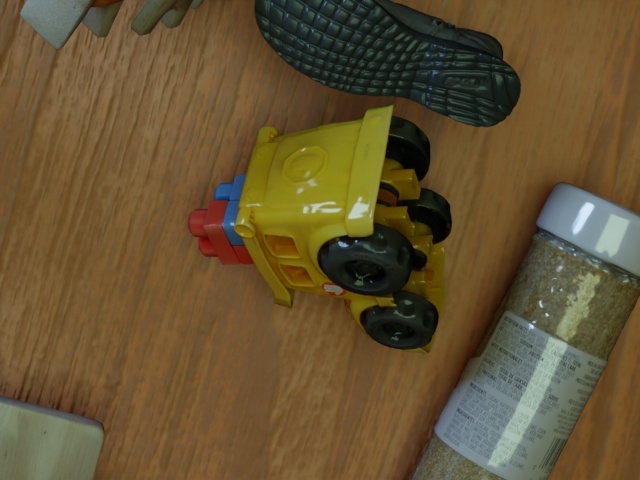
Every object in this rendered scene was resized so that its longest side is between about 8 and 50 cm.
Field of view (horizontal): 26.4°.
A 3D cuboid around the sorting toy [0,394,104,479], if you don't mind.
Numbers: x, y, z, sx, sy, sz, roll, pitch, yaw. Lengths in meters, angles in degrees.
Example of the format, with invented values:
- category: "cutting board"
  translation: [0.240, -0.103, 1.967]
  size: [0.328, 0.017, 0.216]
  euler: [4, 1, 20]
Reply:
- category: "sorting toy"
  translation: [-0.353, 0.248, 1.246]
  size: [0.255, 0.089, 0.257]
  euler: [16, 96, -9]

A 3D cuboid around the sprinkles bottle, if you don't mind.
- category: "sprinkles bottle"
  translation: [0.197, 0.126, 1.278]
  size: [0.121, 0.121, 0.355]
  euler: [25, 95, -10]

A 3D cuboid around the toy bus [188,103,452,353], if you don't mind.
- category: "toy bus"
  translation: [0.000, 0.000, 1.219]
  size: [0.211, 0.149, 0.220]
  euler: [-4, 143, 19]

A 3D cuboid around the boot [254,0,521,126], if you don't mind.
- category: "boot"
  translation: [0.054, -0.177, 1.199]
  size: [0.246, 0.161, 0.083]
  euler: [22, 109, -11]

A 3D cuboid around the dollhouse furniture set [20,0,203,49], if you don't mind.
- category: "dollhouse furniture set"
  translation: [-0.179, -0.294, 1.086]
  size: [0.259, 0.262, 0.135]
  euler: [43, 120, 8]
